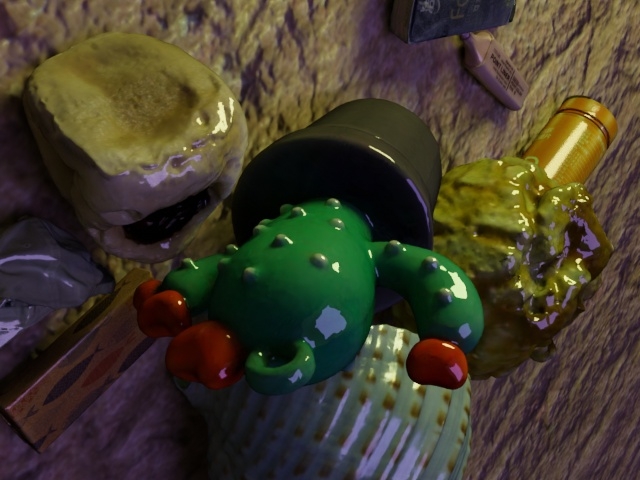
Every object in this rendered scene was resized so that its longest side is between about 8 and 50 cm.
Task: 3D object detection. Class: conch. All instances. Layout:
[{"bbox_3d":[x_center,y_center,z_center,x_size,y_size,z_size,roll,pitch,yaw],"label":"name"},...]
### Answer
[{"bbox_3d":[0.010,0.227,0.932,0.319,0.303,0.215,25,41,-38],"label":"conch"}]

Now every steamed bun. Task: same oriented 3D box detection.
[{"bbox_3d":[-0.144,-0.059,0.736,0.141,0.172,0.155,-27,144,-27],"label":"steamed bun"}]

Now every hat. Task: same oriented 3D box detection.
[{"bbox_3d":[-0.250,0.046,0.720,0.166,0.081,0.122,-37,172,-16],"label":"hat"}]

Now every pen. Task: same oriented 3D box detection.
[{"bbox_3d":[0.221,-0.225,1.188,0.197,0.032,0.053,27,84,-53],"label":"pen"}]

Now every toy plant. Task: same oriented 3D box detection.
[{"bbox_3d":[0.013,0.005,0.804,0.400,0.279,0.185,-56,168,-59],"label":"toy plant"}]

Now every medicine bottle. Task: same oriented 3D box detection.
[{"bbox_3d":[0.343,-0.112,1.328,0.192,0.096,0.096,-51,137,-23],"label":"medicine bottle"}]

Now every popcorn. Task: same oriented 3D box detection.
[{"bbox_3d":[0.202,0.040,1.113,0.282,0.247,0.282,-33,139,-34],"label":"popcorn"}]

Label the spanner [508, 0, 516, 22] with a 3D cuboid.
[{"bbox_3d":[0.280,-0.378,1.203,0.325,0.026,0.093,-49,136,-28],"label":"spanner"}]

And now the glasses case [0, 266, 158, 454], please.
[{"bbox_3d":[-0.205,0.100,0.806,0.170,0.041,0.064,-47,134,-28],"label":"glasses case"}]

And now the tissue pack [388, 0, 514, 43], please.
[{"bbox_3d":[0.154,-0.286,1.028,0.156,0.051,0.112,-17,135,-30],"label":"tissue pack"}]
